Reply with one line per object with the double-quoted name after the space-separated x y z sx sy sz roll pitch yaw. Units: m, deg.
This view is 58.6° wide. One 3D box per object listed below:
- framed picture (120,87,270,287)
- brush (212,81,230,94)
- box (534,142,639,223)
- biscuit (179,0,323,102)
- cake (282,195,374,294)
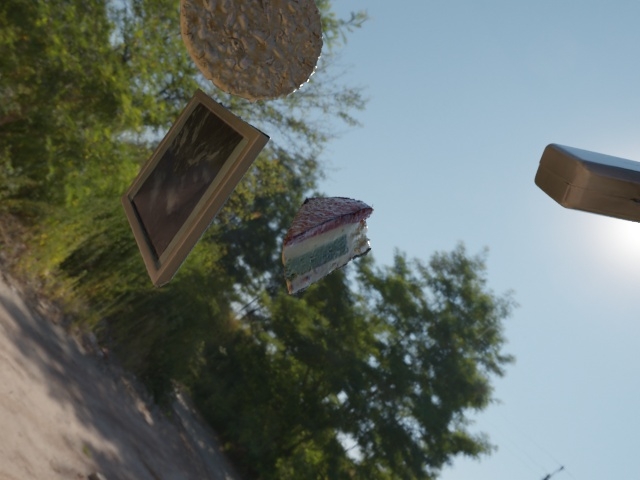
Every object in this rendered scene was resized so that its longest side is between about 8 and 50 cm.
-0.173 -0.083 0.723 0.019 0.209 0.281 33 4 -34 "framed picture"
-0.065 -0.376 0.923 0.070 0.327 0.065 37 5 10 "brush"
0.368 -0.050 0.626 0.103 0.244 0.055 -96 -163 -67 "box"
-0.065 -0.209 0.553 0.152 0.152 0.020 58 -22 -14 "biscuit"
0.020 -0.001 0.824 0.220 0.117 0.086 -73 159 -70 "cake"
